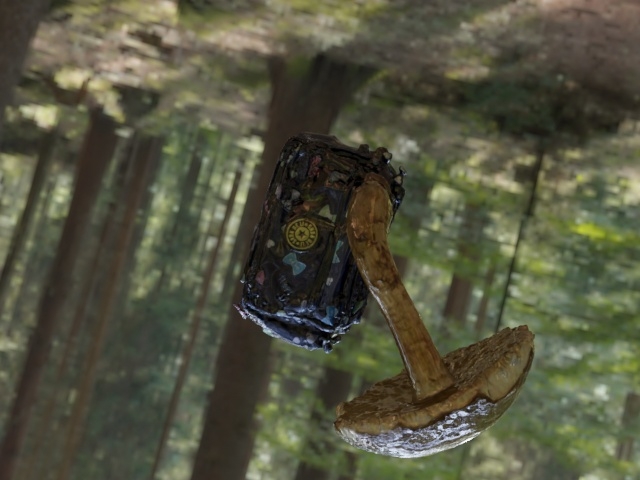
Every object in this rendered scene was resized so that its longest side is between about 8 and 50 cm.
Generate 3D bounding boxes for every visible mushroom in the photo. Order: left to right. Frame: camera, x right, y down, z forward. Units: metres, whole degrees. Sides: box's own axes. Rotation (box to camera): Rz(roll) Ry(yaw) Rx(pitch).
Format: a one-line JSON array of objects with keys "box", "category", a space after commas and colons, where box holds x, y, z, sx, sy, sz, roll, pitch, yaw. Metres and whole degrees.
[{"box": [0.073, 0.106, 1.471, 0.301, 0.208, 0.233, 41, -149, 19], "category": "mushroom"}]

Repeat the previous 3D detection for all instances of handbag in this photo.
[{"box": [0.000, 0.000, 1.627, 0.162, 0.260, 0.113, 19, 178, 3], "category": "handbag"}]
